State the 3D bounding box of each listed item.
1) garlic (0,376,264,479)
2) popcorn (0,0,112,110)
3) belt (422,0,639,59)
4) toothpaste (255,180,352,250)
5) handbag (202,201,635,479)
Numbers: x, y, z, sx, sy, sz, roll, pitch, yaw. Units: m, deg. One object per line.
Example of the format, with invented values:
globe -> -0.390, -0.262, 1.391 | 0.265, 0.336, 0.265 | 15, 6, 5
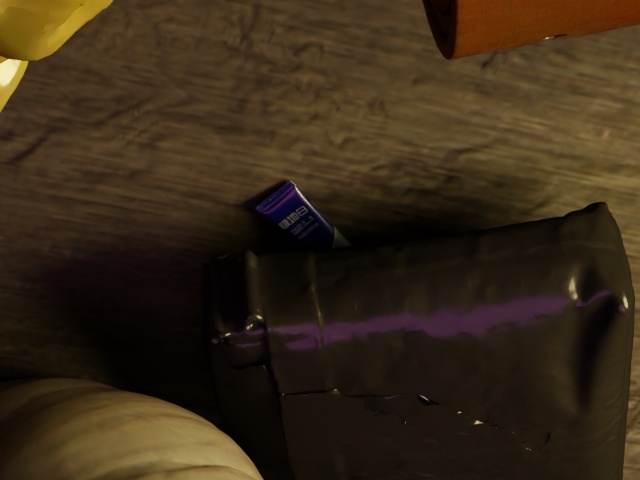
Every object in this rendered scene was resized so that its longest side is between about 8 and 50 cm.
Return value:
garlic -> -0.126, 0.211, 0.961 | 0.259, 0.317, 0.317 | 13, 135, -47
popcorn -> -0.186, -0.124, 0.518 | 0.297, 0.281, 0.316 | -1, 149, -31
belt -> 0.071, -0.191, 0.660 | 0.105, 0.184, 0.261 | -11, 126, 0
toothpaste -> 0.000, 0.000, 0.964 | 0.024, 0.015, 0.083 | -36, 126, 14
handbag -> 0.057, 0.086, 0.999 | 0.223, 0.080, 0.247 | -9, 143, -1
